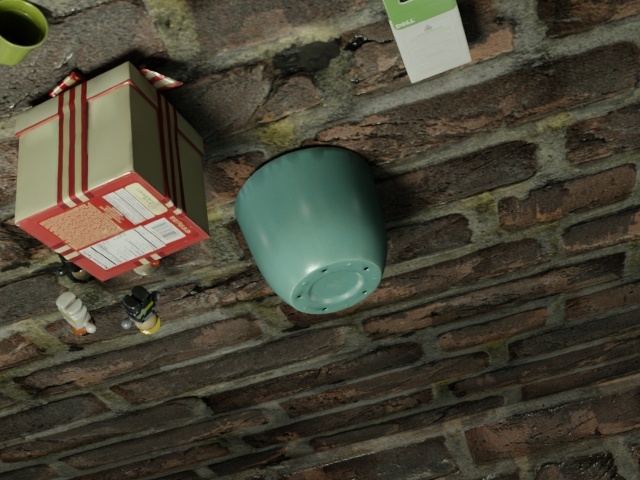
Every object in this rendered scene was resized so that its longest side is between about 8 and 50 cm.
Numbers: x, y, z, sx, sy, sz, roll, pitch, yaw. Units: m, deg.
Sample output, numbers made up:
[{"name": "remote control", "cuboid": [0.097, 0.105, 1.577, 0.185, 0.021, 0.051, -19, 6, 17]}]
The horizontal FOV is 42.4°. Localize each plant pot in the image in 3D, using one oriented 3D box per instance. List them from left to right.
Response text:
[{"name": "plant pot", "cuboid": [-0.453, -0.299, 1.214, 0.083, 0.083, 0.079, 11, 152, -30]}, {"name": "plant pot", "cuboid": [0.000, 0.000, 1.620, 0.293, 0.235, 0.293, -13, 145, -9]}]

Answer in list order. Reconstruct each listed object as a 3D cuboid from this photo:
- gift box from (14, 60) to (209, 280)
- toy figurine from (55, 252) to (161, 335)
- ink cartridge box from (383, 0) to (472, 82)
[{"name": "gift box", "cuboid": [-0.315, -0.120, 1.350, 0.276, 0.258, 0.255, -20, 146, 11]}, {"name": "toy figurine", "cuboid": [-0.429, 0.091, 1.682, 0.213, 0.209, 0.148, -7, 152, -5]}, {"name": "ink cartridge box", "cuboid": [0.166, -0.356, 1.318, 0.109, 0.062, 0.209, -18, 146, 11]}]
